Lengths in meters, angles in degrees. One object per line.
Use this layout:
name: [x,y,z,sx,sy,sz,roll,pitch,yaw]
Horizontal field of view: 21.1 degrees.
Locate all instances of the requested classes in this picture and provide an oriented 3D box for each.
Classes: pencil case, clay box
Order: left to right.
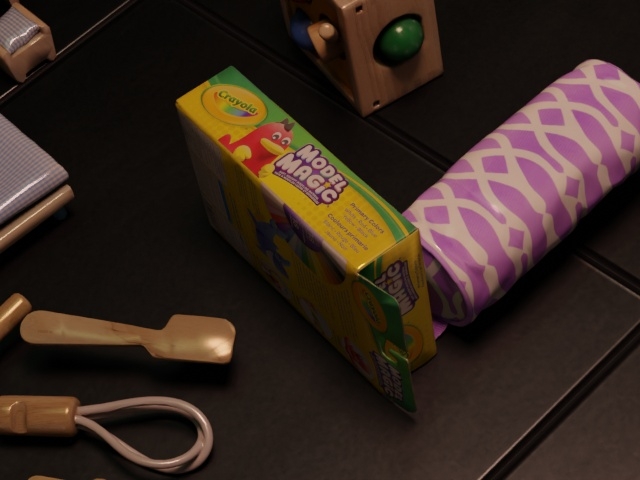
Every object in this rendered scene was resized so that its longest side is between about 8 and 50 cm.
clay box: [0.000,0.000,1.078,0.053,0.127,0.222,-35,54,-18]
pencil case: [0.133,-0.031,1.102,0.206,0.088,0.086,-38,61,-20]

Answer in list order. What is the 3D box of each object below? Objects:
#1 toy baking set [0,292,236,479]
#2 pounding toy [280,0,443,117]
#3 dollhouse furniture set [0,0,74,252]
toy baking set: [-0.178,0.124,1.080,0.197,0.030,0.256,32,70,24]
pounding toy: [0.018,-0.160,1.201,0.100,0.130,0.141,-30,52,-12]
dollhouse furniture set: [-0.291,-0.112,1.181,0.286,0.198,0.303,-37,55,-18]
